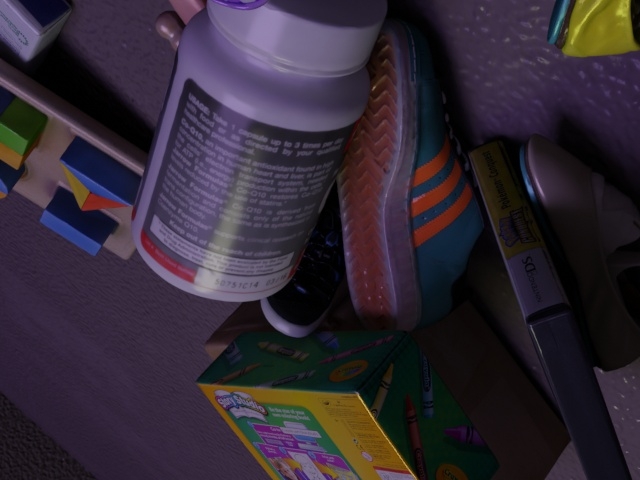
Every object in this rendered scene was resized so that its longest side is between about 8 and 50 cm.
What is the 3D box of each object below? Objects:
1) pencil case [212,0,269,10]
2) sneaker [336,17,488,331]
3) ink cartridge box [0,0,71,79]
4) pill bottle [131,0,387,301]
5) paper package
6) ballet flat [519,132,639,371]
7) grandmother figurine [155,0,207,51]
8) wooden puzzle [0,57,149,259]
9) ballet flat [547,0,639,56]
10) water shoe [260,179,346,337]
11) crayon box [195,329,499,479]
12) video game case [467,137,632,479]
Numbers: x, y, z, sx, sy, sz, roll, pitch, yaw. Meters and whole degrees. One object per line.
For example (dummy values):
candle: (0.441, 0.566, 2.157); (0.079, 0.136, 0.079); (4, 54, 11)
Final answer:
pencil case: (-0.019, -0.244, 0.719); (0.086, 0.206, 0.088); (10, 136, 25)
sneaker: (0.088, -0.059, 0.937); (0.108, 0.121, 0.302); (33, 133, 49)
ink cartridge box: (-0.484, -0.333, 1.306); (0.324, 0.071, 0.330); (47, 152, -10)
pill bottle: (-0.054, -0.098, 0.867); (0.161, 0.161, 0.283); (35, 129, 14)
paper package: (0.068, 0.172, 1.178); (0.325, 0.168, 0.309); (51, 150, -15)
ballet flat: (0.238, 0.008, 0.861); (0.086, 0.086, 0.248); (11, 139, 44)
grandmother figurine: (-0.084, -0.197, 0.961); (0.208, 0.104, 0.342); (13, 137, 52)
wooden puzzle: (-0.371, -0.093, 1.392); (0.322, 0.080, 0.348); (33, 154, -10)
ballet flat: (0.198, -0.207, 0.636); (0.077, 0.077, 0.231); (13, 142, 10)
water shoe: (0.000, 0.000, 1.004); (0.073, 0.203, 0.080); (25, 142, -1)
crayon box: (0.016, 0.173, 0.991); (0.278, 0.081, 0.165); (-7, 123, 54)
video game case: (0.200, 0.086, 0.867); (0.035, 0.248, 0.275); (-20, 123, 10)
